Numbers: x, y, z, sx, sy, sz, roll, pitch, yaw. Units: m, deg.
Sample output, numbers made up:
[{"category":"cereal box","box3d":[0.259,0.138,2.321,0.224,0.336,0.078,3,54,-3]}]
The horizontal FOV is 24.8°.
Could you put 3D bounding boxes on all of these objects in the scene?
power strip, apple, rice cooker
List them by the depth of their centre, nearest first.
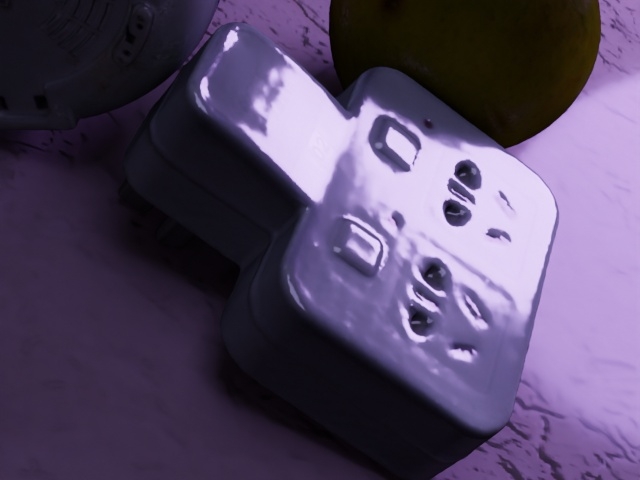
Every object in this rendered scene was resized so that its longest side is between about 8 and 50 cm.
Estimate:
[{"category":"power strip","box3d":[0.000,0.000,0.898,0.261,0.141,0.229,35,43,-13]},{"category":"rice cooker","box3d":[-0.172,-0.243,0.910,0.288,0.288,0.277,20,44,-8]},{"category":"apple","box3d":[0.095,-0.146,1.010,0.196,0.196,0.157,26,67,-2]}]
